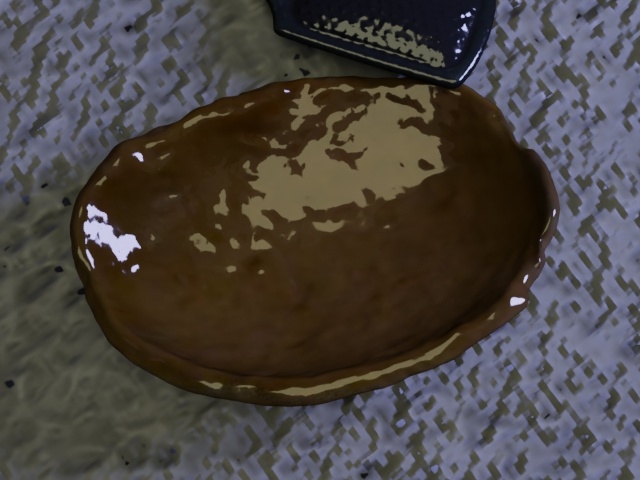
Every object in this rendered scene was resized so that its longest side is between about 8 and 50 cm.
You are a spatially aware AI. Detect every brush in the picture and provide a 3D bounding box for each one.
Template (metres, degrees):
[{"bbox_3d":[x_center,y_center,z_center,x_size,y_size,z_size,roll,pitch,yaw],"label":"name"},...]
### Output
[{"bbox_3d":[-0.017,-0.119,0.626,0.193,0.016,0.063,17,62,8],"label":"brush"}]

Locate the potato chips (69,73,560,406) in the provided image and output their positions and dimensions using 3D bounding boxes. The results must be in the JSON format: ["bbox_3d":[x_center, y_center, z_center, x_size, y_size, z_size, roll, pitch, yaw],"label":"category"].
[{"bbox_3d":[0.000,0.000,0.595,0.201,0.049,0.150,-22,70,-4],"label":"potato chips"}]
